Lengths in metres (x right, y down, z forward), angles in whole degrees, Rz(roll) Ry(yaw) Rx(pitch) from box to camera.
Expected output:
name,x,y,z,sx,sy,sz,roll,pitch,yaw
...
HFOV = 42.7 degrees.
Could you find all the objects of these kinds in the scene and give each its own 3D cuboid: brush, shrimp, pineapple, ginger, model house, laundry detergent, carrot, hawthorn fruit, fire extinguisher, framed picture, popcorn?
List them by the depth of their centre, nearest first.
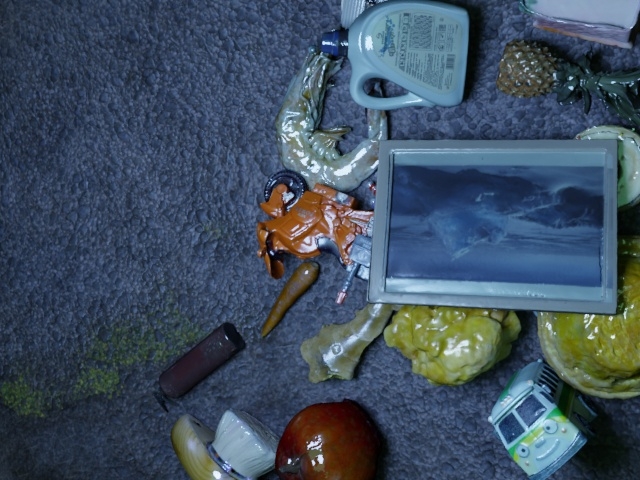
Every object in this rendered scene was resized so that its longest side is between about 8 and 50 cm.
name,x,y,z,sx,sy,sz,roll,pitch,yaw
model house,0.477,-0.470,1.444,0.202,0.237,0.236,12,94,18
framed picture,0.315,-0.033,1.513,0.446,0.028,0.326,1,78,14
pineapple,0.470,-0.294,1.517,0.277,0.130,0.119,14,135,16
laundry detergent,0.141,-0.358,1.587,0.281,0.105,0.214,1,113,1
popcorn,0.261,0.186,1.600,0.254,0.190,0.191,-27,94,14
hawthorn fruit,0.008,0.444,1.676,0.215,0.250,0.215,0,91,36
shrimp,0.028,-0.260,1.690,0.247,0.085,0.360,12,105,13
ginger,0.071,0.179,1.721,0.131,0.086,0.294,39,97,26
carrot,-0.074,0.130,1.779,0.048,0.048,0.216,40,110,10
brush,-0.212,0.448,1.799,0.267,0.174,0.166,37,91,29
fire extinguisher,-0.283,0.294,1.850,0.268,0.072,0.089,-39,119,17

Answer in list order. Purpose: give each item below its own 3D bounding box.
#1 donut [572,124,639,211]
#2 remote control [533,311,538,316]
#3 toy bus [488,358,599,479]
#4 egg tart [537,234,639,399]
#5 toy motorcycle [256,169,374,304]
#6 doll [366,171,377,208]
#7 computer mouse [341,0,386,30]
name,x,y,z,sx,sy,sz,roll,pitch,yaw
donut,0.538,-0.134,1.542,0.175,0.068,0.174,1,93,19
remote control,0.447,0.039,1.598,0.087,0.047,0.244,-4,93,15
toy bus,0.409,0.326,1.520,0.165,0.276,0.133,46,106,13
egg tart,0.555,0.145,1.508,0.319,0.128,0.318,0,92,5
toy motorcycle,0.000,0.000,1.663,0.326,0.148,0.221,23,88,20
doll,0.180,-0.050,1.660,0.227,0.075,0.102,46,121,19
computer mouse,0.122,-0.521,1.631,0.145,0.082,0.236,20,100,14
